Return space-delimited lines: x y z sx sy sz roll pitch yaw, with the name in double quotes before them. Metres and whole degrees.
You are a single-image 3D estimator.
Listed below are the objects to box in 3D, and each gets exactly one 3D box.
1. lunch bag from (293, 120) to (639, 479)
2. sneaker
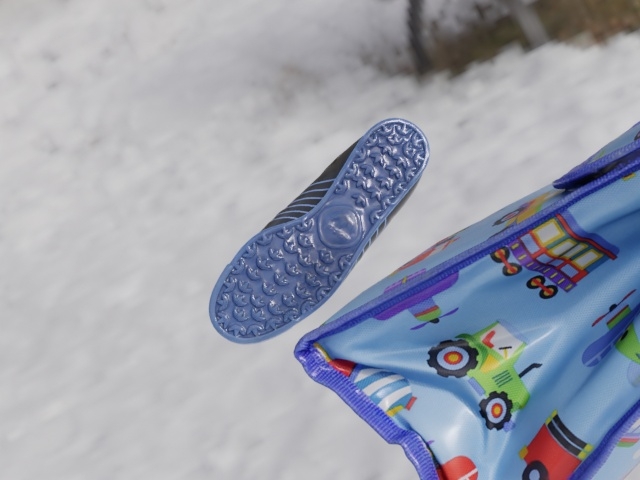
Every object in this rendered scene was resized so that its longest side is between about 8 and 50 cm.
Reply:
"lunch bag" 0.167 -0.007 0.808 0.293 0.138 0.221 -41 -8 23
"sneaker" 0.000 0.000 1.489 0.232 0.081 0.090 -44 -4 -12
